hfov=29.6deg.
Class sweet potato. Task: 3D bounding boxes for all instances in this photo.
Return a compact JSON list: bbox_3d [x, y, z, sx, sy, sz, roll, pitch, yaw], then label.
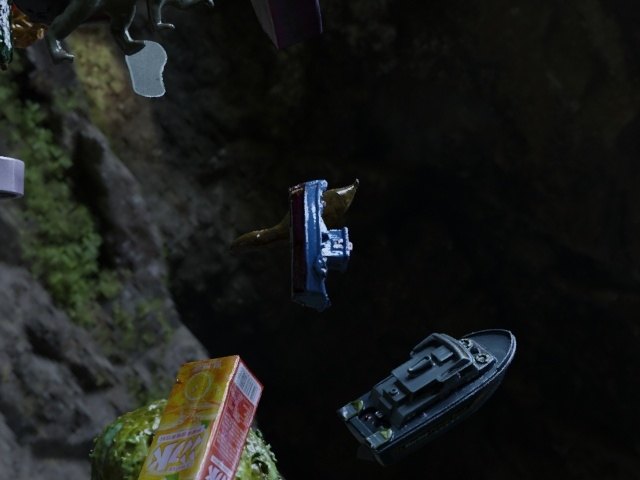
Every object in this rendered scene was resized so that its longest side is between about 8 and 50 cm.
[{"bbox_3d":[-0.040,-0.026,2.210,0.075,0.269,0.075,63,5,-9],"label":"sweet potato"}]

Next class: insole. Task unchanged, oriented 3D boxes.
[{"bbox_3d":[-0.323,-0.321,2.247,0.232,0.080,0.003,-103,-159,-55],"label":"insole"}]

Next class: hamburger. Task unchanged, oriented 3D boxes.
[{"bbox_3d":[-0.649,-0.491,2.600,0.149,0.237,0.237,51,-17,-4],"label":"hamburger"}]

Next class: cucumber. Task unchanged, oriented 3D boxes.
[{"bbox_3d":[-0.588,-0.430,2.193,0.067,0.067,0.294,85,-3,-64],"label":"cucumber"}]

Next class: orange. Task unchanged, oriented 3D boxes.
[{"bbox_3d":[-0.209,0.351,1.843,0.300,0.223,0.301,6,-17,37],"label":"orange"}]

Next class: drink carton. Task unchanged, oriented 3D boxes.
[{"bbox_3d":[-0.150,0.251,1.484,0.096,0.223,0.071,-12,-49,28],"label":"drink carton"}]

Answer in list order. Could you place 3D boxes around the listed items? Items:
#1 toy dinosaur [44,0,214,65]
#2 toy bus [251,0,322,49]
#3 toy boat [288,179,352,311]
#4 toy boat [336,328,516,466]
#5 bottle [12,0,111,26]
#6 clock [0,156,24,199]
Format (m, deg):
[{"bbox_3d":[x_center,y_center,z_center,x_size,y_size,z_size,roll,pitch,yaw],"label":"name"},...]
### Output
[{"bbox_3d":[-0.248,-0.326,1.540,0.077,0.294,0.162,117,-46,-84],"label":"toy dinosaur"},{"bbox_3d":[-0.048,-0.332,1.455,0.274,0.090,0.112,74,-4,-77],"label":"toy bus"},{"bbox_3d":[0.000,0.000,1.853,0.100,0.097,0.223,102,-12,-58],"label":"toy boat"},{"bbox_3d":[0.171,0.216,1.803,0.114,0.296,0.122,41,-23,47],"label":"toy boat"},{"bbox_3d":[-0.389,-0.400,1.898,0.144,0.144,0.336,50,12,-8],"label":"bottle"},{"bbox_3d":[-0.677,-0.121,2.356,0.197,0.196,0.068,168,-78,-71],"label":"clock"}]
